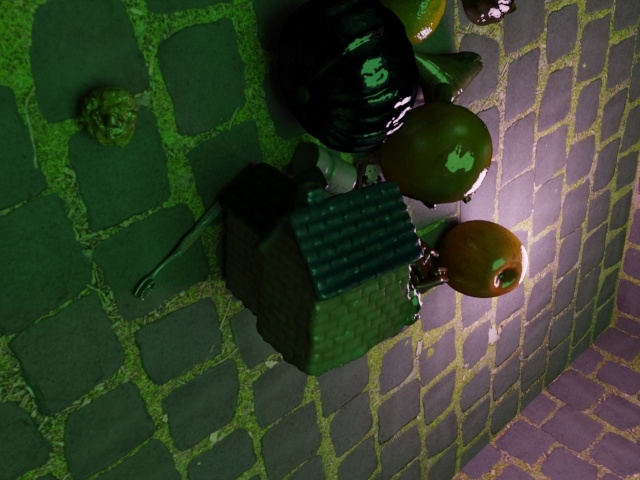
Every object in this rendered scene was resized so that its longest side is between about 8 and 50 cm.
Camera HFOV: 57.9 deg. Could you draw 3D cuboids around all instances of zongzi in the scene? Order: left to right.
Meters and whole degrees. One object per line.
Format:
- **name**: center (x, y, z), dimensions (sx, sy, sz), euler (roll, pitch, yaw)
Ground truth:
- **zongzi**: center (0.368, -0.541, 1.737), dimensions (0.228, 0.115, 0.256), euler (-51, 125, -15)

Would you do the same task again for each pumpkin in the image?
- **pumpkin**: center (0.061, -0.391, 1.340), dimensions (0.266, 0.363, 0.364), euler (-25, 125, -23)
- **pumpkin**: center (0.525, -0.761, 1.751), dimensions (0.149, 0.130, 0.254), euler (-36, 131, -25)

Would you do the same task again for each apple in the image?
- **apple**: center (0.591, 0.075, 2.111), dimensions (0.298, 0.275, 0.299), euler (-20, 127, -30)

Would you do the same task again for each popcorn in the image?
- **popcorn**: center (-0.420, -0.248, 1.146), dimensions (0.106, 0.116, 0.120), euler (10, 144, -36)

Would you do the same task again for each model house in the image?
- **model house**: center (0.000, 0.000, 1.383), dimensions (0.394, 0.445, 0.400), euler (-21, 128, -34)
- **model house**: center (0.300, 0.065, 1.900), dimensions (0.199, 0.219, 0.229), euler (-23, 79, -24)

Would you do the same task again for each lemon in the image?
- **lemon**: center (0.234, -0.623, 1.512), dimensions (0.188, 0.188, 0.257), euler (17, 94, -45)

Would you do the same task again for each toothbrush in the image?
- **toothbrush**: center (-0.319, -0.004, 1.410), dimensions (0.375, 0.037, 0.028), euler (-51, 138, -16)

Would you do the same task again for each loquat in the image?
- **loquat**: center (0.341, -0.273, 1.679), dimensions (0.328, 0.328, 0.360), euler (-3, 103, -42)

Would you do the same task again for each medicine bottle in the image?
- **medicine bottle**: center (0.013, -0.190, 1.571), dimensions (0.168, 0.105, 0.105), euler (22, 94, -46)

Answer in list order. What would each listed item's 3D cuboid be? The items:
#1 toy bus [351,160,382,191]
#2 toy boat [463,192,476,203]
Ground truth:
- **toy bus**: center (0.124, -0.132, 1.709), dimensions (0.063, 0.090, 0.203), euler (-2, 112, -31)
- **toy boat**: center (0.491, -0.212, 2.032), dimensions (0.072, 0.064, 0.206), euler (-33, 129, -3)
